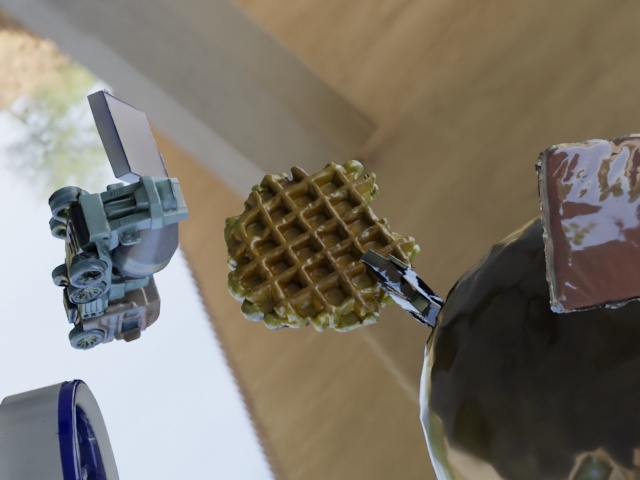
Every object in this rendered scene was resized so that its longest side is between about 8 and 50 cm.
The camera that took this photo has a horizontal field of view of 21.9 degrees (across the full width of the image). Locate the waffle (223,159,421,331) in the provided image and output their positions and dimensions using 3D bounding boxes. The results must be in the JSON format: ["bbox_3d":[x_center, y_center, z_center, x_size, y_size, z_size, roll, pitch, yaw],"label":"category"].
[{"bbox_3d":[0.001,0.008,2.384,0.281,0.058,0.301,-8,-127,2],"label":"waffle"}]

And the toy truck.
[{"bbox_3d":[-0.227,0.020,1.869,0.257,0.140,0.108,103,-30,-58],"label":"toy truck"}]

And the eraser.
[{"bbox_3d":[-0.218,-0.112,1.900,0.023,0.104,0.150,-23,170,10],"label":"eraser"}]

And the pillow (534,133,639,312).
[{"bbox_3d":[0.265,-0.024,1.225,0.232,0.126,0.043,-11,-177,-19],"label":"pillow"}]

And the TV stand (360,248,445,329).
[{"bbox_3d":[0.114,0.063,2.221,0.036,0.249,0.042,34,-94,29],"label":"TV stand"}]

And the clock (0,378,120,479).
[{"bbox_3d":[-0.231,0.244,1.500,0.083,0.230,0.230,-10,-158,0],"label":"clock"}]

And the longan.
[{"bbox_3d":[0.282,0.146,1.508,0.391,0.391,0.391,-45,-162,19],"label":"longan"}]
